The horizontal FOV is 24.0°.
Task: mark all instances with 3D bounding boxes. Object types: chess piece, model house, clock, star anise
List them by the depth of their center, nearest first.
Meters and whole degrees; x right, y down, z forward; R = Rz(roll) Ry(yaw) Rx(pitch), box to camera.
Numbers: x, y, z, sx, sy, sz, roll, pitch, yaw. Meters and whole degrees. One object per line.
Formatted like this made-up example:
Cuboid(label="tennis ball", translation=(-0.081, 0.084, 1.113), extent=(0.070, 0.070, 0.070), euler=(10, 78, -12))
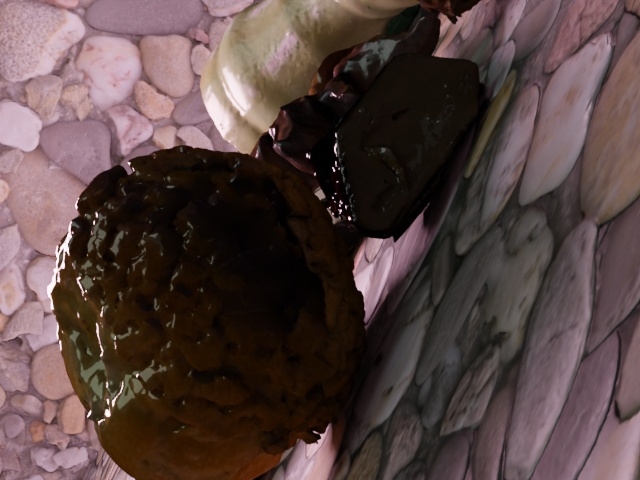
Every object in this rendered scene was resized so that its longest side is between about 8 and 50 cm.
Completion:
Cuboid(label="model house", translation=(0.083, -0.094, 1.535), extent=(0.203, 0.141, 0.164), euler=(-47, -14, -5))
Cuboid(label="star anise", translation=(0.019, -0.145, 1.704), extent=(0.349, 0.109, 0.292), euler=(-41, 7, -15))
Cuboid(label="chess piece", translation=(0.035, -0.303, 1.939), extent=(0.442, 0.234, 0.234), euler=(-51, 18, 42))
Cuboid(label="clock", translation=(0.111, -0.333, 2.069), extent=(0.101, 0.041, 0.135), euler=(-77, 15, -46))

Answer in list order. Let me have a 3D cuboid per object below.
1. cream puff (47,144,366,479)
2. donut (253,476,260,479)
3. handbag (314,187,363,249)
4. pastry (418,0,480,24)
Cuboid(label="cream puff", translation=(-0.105, 0.065, 1.480), extent=(0.231, 0.327, 0.343), euler=(-45, 25, 52))
Cuboid(label="donut", translation=(-0.101, 0.216, 1.788), extent=(0.235, 0.089, 0.235), euler=(-62, 10, 20))
Cuboid(label="handbag", translation=(0.000, 0.000, 1.869), extent=(0.315, 0.109, 0.241), euler=(-96, 27, -43))
Cuboid(label="pastry", translation=(0.131, -0.372, 1.568), extent=(0.193, 0.275, 0.275), euler=(-31, 2, -14))
